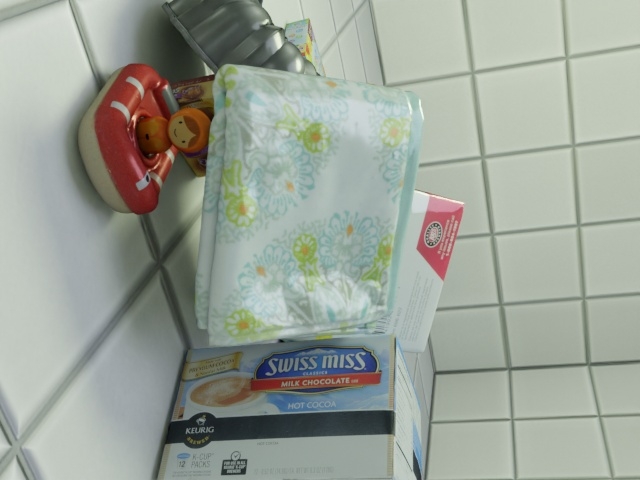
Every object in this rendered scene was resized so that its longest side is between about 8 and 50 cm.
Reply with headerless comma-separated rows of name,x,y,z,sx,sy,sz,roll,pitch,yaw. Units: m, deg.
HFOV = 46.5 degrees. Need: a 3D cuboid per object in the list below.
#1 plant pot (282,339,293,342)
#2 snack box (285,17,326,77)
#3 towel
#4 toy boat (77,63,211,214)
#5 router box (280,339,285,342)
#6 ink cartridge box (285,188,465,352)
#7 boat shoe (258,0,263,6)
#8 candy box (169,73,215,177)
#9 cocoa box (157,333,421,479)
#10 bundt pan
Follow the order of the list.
plant pot,0.004,0.065,1.559,0.255,0.271,0.272,-31,114,-81
snack box,-0.039,-0.440,1.908,0.207,0.070,0.175,-86,162,-49
towel,-0.011,-0.040,1.052,0.320,0.090,0.375,-1,102,-37
toy boat,-0.218,-0.140,0.998,0.231,0.151,0.151,-80,158,-47
router box,-0.059,0.213,1.667,0.092,0.038,0.123,37,49,-69
ink cartridge box,0.019,0.019,1.252,0.160,0.384,0.280,28,-76,58
boat shoe,-0.159,-0.556,1.389,0.158,0.127,0.341,-55,157,-76
candy box,-0.187,-0.181,1.214,0.187,0.109,0.053,62,24,-53
cocoa box,-0.030,0.304,1.141,0.232,0.346,0.228,68,21,-47
bundt pan,-0.102,-0.300,1.230,0.331,0.124,0.331,49,6,-7
